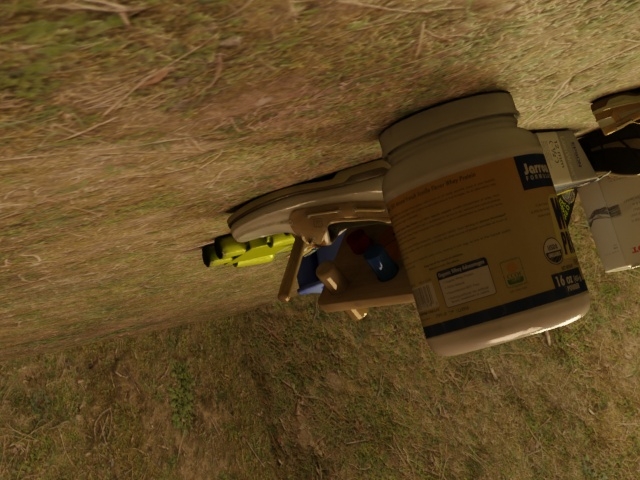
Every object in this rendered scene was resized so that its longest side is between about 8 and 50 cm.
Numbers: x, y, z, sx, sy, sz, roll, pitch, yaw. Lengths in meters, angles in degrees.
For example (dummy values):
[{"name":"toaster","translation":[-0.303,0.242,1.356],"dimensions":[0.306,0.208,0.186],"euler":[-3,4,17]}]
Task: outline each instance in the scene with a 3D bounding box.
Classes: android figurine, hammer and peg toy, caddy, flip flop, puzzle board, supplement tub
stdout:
[{"name":"android figurine","translation":[-0.097,0.002,1.927],"dimensions":[0.273,0.056,0.248],"euler":[-11,172,-28]},{"name":"hammer and peg toy","translation":[0.092,0.021,1.622],"dimensions":[0.361,0.127,0.266],"euler":[-11,-139,34]},{"name":"caddy","translation":[0.092,0.045,2.230],"dimensions":[0.341,0.179,0.241],"euler":[-12,172,-34]},{"name":"flip flop","translation":[0.571,-0.165,1.905],"dimensions":[0.277,0.112,0.080],"euler":[-15,171,35]},{"name":"puzzle board","translation":[0.000,0.000,1.889],"dimensions":[0.128,0.011,0.096],"euler":[-35,170,19]},{"name":"supplement tub","translation":[0.215,-0.020,1.291],"dimensions":[0.228,0.316,0.228],"euler":[-16,174,-2]}]

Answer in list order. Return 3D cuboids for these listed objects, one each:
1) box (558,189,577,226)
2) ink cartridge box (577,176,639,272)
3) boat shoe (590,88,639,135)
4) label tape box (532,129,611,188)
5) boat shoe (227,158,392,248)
[{"name":"box","translation":[0.478,-0.047,2.190],"dimensions":[0.216,0.060,0.270],"euler":[-22,-145,50]},{"name":"ink cartridge box","translation":[0.668,-0.092,2.005],"dimensions":[0.207,0.282,0.117],"euler":[-15,174,-10]},{"name":"boat shoe","translation":[0.537,-0.213,1.557],"dimensions":[0.190,0.072,0.068],"euler":[-15,174,-11]},{"name":"label tape box","translation":[0.354,-0.117,1.785],"dimensions":[0.249,0.115,0.348],"euler":[-21,175,41]},{"name":"boat shoe","translation":[-0.007,-0.040,1.538],"dimensions":[0.302,0.103,0.113],"euler":[-18,174,16]}]
